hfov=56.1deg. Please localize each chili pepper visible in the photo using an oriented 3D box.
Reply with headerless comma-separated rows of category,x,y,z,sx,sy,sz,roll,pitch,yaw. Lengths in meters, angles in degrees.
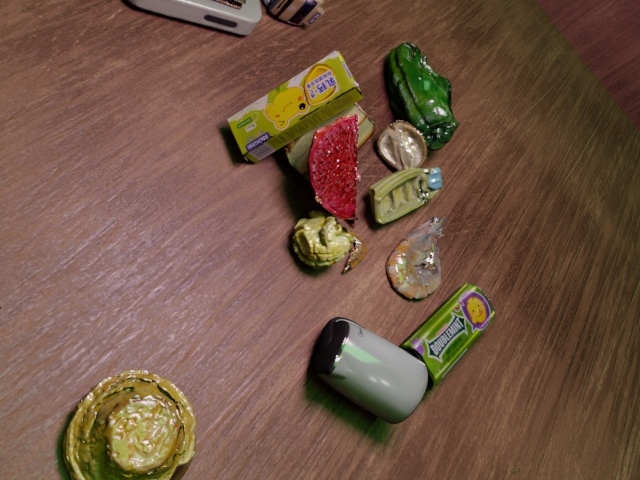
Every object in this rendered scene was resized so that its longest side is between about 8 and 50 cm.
chili pepper,0.307,-0.446,1.879,0.213,0.167,0.385,27,41,-41

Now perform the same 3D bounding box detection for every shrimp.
shrimp,0.296,0.044,1.688,0.164,0.062,0.317,50,53,-10
shrimp,0.074,0.029,1.555,0.091,0.025,0.127,41,46,-12

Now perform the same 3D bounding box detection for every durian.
durian,0.249,-0.264,1.772,0.091,0.148,0.188,-37,116,-68

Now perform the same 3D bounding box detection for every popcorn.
popcorn,0.000,0.000,1.461,0.141,0.162,0.135,31,86,9

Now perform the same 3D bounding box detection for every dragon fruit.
dragon fruit,0.035,-0.170,1.478,0.126,0.161,0.274,1,97,5

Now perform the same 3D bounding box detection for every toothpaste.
toothpaste,-0.064,-0.314,1.443,0.110,0.327,0.077,64,13,16

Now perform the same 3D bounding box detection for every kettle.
kettle,0.101,0.276,1.381,0.236,0.161,0.221,32,25,-16

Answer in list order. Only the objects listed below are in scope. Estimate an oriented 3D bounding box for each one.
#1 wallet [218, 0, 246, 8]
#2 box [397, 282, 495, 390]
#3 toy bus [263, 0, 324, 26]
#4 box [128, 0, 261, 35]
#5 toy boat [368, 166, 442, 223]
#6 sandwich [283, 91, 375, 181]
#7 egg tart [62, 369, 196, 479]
wallet,-0.247,-0.705,1.561,0.110,0.031,0.198,7,70,-34
box,0.334,0.248,1.586,0.345,0.097,0.134,-32,89,-41
toy bus,-0.067,-0.777,1.786,0.157,0.139,0.290,23,53,-31
box,-0.350,-0.742,1.594,0.367,0.090,0.373,4,65,-36
toy boat,0.228,-0.135,1.690,0.276,0.084,0.111,-28,122,-35
sandwich,-0.005,-0.301,1.588,0.155,0.227,0.198,41,11,-38
egg tart,-0.323,0.347,1.060,0.241,0.106,0.241,13,65,-29
